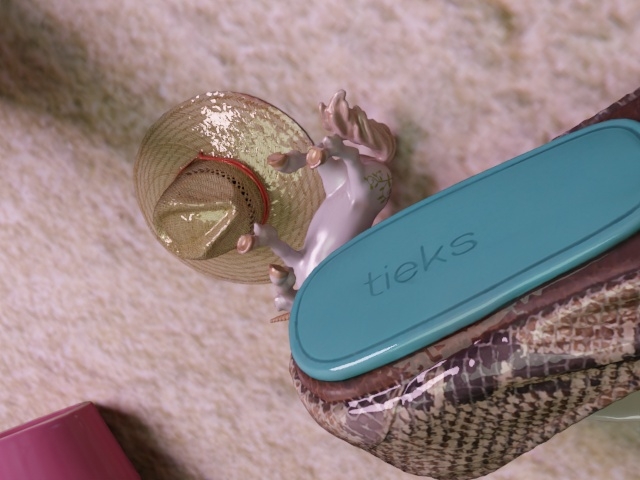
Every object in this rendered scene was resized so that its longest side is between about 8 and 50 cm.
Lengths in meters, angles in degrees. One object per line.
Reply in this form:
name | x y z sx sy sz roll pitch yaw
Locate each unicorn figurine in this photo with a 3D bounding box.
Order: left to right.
unicorn figurine | 0.000 0.000 0.568 0.060 0.111 0.162 46 106 32

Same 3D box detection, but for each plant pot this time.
plant pot | -0.199 0.225 0.710 0.201 0.201 0.180 -22 88 29

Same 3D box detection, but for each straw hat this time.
straw hat | -0.070 -0.019 0.608 0.144 0.061 0.144 9 116 19

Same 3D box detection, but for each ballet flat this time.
ballet flat | 0.202 -0.018 0.448 0.483 0.164 0.182 -35 123 27
